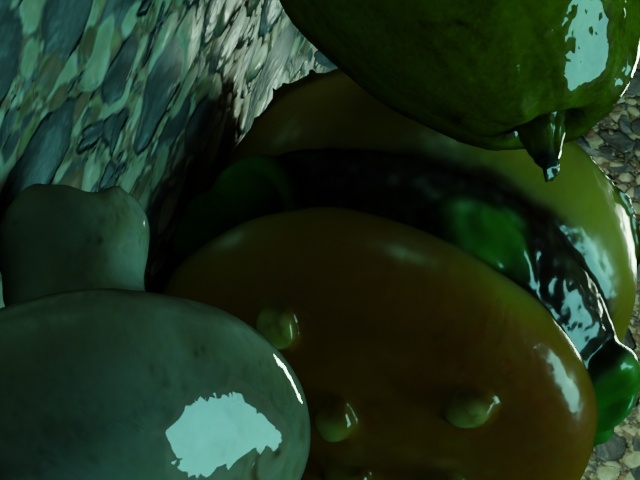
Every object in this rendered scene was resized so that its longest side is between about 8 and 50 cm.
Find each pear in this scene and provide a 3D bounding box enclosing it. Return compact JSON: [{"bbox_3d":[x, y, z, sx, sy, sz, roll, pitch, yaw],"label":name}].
[{"bbox_3d":[0.109,-0.211,1.338,0.287,0.287,0.375,87,-15,-70],"label":"pear"}]

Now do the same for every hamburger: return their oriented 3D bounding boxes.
[{"bbox_3d":[0.046,0.070,1.494,0.395,0.396,0.277,101,10,-49],"label":"hamburger"}]

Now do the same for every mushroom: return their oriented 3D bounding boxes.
[{"bbox_3d":[-0.133,0.083,1.008,0.243,0.244,0.243,21,90,-82],"label":"mushroom"}]

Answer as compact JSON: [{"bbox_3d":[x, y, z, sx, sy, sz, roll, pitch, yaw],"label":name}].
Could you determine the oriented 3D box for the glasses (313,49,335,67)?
[{"bbox_3d":[0.063,-0.316,1.762,0.234,0.118,0.268,99,-5,-48],"label":"glasses"}]
